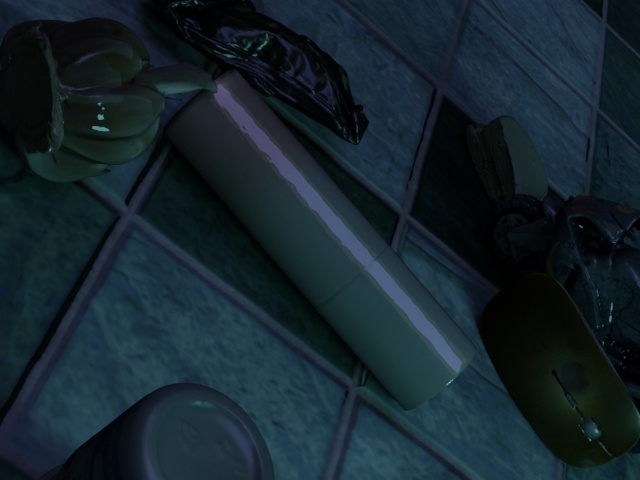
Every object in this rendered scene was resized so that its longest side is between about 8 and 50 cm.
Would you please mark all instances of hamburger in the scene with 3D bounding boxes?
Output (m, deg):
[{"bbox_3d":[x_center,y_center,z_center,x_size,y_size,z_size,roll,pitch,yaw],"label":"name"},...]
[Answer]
[{"bbox_3d":[0.224,-0.084,1.371,0.084,0.054,0.121,12,54,-45],"label":"hamburger"}]

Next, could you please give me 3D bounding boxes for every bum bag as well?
[{"bbox_3d":[-0.055,-0.182,1.148,0.248,0.069,0.102,33,16,-19],"label":"bum bag"}]

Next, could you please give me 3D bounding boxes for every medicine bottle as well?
[{"bbox_3d":[-0.114,0.164,0.717,0.105,0.168,0.105,26,44,-28],"label":"medicine bottle"}]

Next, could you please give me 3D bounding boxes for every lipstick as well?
[{"bbox_3d":[0.000,0.000,1.037,0.327,0.087,0.087,49,37,-3],"label":"lipstick"}]

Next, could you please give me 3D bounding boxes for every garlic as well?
[{"bbox_3d":[-0.168,-0.123,0.927,0.194,0.127,0.131,-24,95,-42],"label":"garlic"}]

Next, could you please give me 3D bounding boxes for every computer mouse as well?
[{"bbox_3d":[0.237,0.130,1.168,0.199,0.102,0.045,62,22,11],"label":"computer mouse"}]

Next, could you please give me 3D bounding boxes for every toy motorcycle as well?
[{"bbox_3d":[0.293,0.065,1.216,0.108,0.173,0.307,-12,67,-51],"label":"toy motorcycle"}]
